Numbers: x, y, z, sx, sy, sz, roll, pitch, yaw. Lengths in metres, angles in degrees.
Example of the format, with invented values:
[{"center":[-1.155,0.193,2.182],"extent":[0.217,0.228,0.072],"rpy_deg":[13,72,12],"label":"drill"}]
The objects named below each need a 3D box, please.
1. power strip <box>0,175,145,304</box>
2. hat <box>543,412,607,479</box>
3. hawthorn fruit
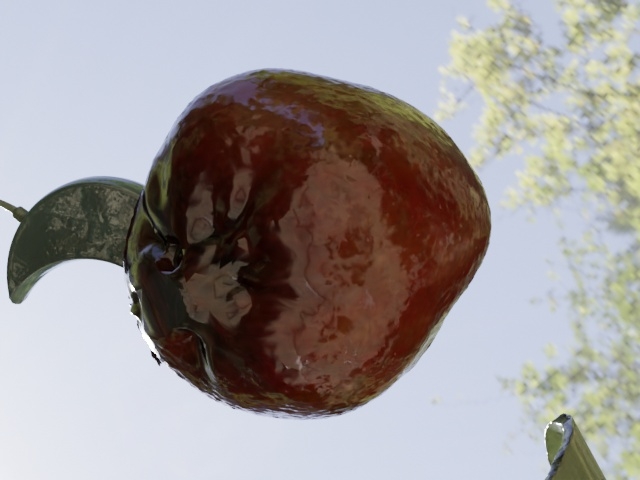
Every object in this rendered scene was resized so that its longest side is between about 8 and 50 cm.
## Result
[{"center":[-0.205,0.007,1.438],"extent":[0.216,0.044,0.137],"rpy_deg":[12,-79,14],"label":"power strip"},{"center":[0.135,0.146,0.669],"extent":[0.081,0.122,0.166],"rpy_deg":[-21,-77,18],"label":"hat"},{"center":[-0.004,-0.001,1.284],"extent":[0.311,0.295,0.295],"rpy_deg":[-26,-60,-22],"label":"hawthorn fruit"}]
